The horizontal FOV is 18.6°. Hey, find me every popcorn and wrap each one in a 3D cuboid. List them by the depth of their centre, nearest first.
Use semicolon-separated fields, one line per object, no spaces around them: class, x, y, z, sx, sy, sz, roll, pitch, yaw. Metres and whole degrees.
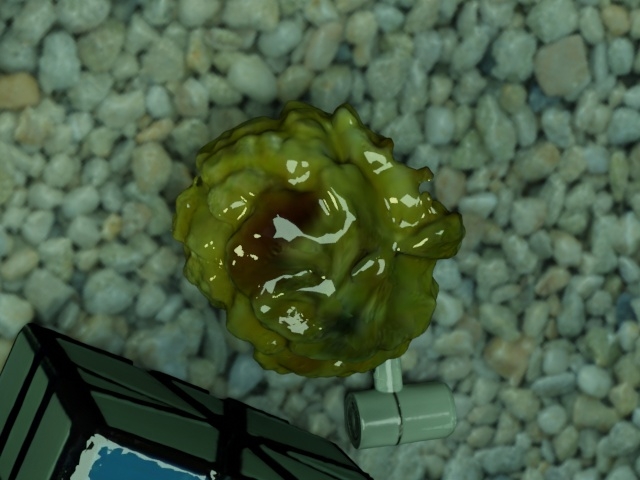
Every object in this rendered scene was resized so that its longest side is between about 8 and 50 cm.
popcorn;-0.001;-0.001;1.453;0.189;0.169;0.218;-40;119;1

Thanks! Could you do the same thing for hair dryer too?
hair dryer;0.060;0.094;1.555;0.082;0.047;0.137;-7;95;-15

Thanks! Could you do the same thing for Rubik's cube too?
Rubik's cube;-0.125;0.256;1.406;0.288;0.293;0.283;23;92;-17
